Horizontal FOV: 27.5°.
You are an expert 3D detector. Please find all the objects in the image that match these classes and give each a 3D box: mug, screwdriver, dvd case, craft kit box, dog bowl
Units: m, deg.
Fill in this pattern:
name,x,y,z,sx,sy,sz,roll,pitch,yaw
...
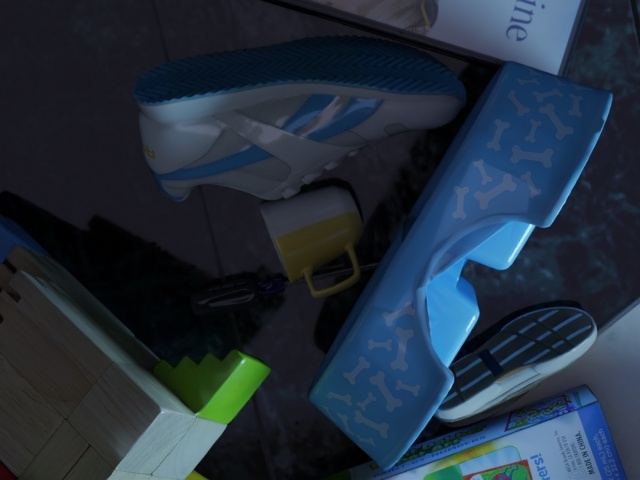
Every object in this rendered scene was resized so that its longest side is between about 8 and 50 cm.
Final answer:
name,x,y,z,sx,sy,sz,roll,pitch,yaw
mug,-0.001,-0.002,0.939,0.064,0.062,0.078,-22,96,-4
screwdriver,-0.013,0.029,0.967,0.170,0.025,0.024,-13,98,-6
dvd case,0.075,-0.227,0.911,0.253,0.022,0.180,16,94,-2
craft kit box,0.129,0.266,0.983,0.247,0.061,0.249,-20,98,2
dog bowl,0.087,0.011,0.886,0.074,0.166,0.297,31,99,0

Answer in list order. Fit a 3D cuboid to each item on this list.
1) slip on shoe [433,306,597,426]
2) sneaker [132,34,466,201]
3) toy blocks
name,x,y,z,sx,sy,sz,roll,pitch,yaw
slip on shoe,0.142,0.096,0.962,0.135,0.051,0.041,-31,137,-2
sneaker,-0.012,-0.084,0.919,0.229,0.087,0.092,-6,122,-2
toy blocks,-0.256,0.148,0.887,0.261,0.191,0.381,39,93,25
